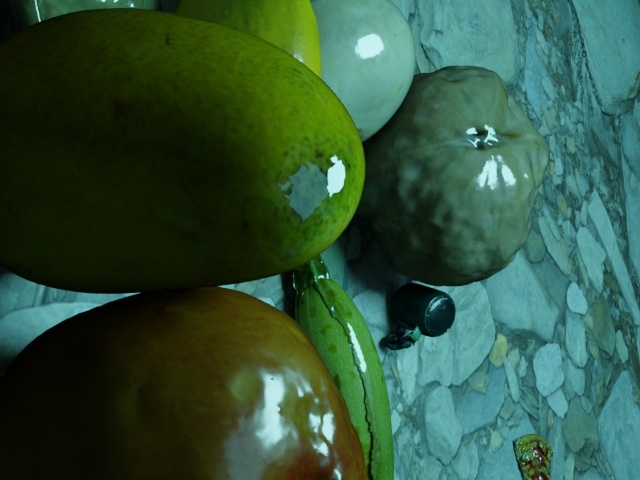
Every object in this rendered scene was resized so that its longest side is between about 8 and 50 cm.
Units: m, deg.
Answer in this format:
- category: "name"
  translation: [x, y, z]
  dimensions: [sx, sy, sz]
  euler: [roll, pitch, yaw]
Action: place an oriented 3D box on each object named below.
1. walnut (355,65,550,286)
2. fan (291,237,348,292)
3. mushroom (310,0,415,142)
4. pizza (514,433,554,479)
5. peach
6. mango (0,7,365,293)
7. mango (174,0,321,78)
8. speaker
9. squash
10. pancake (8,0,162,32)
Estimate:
- category: "walnut"
  translation: [0.152, -0.074, 1.501]
  dimensions: [0.227, 0.273, 0.273]
  euler: [-37, 114, -21]
- category: "fan"
  translation: [0.000, 0.000, 1.473]
  dimensions: [0.113, 0.005, 0.175]
  euler: [18, 69, -51]
- category: "mushroom"
  translation: [-0.002, -0.206, 1.398]
  dimensions: [0.204, 0.204, 0.204]
  euler: [19, 67, -51]
- category: "pizza"
  translation: [0.323, 0.320, 1.824]
  dimensions: [0.099, 0.029, 0.100]
  euler: [-25, 102, -55]
- category: "peach"
  translation: [-0.108, 0.205, 1.013]
  dimensions: [0.343, 0.302, 0.342]
  euler: [22, 63, -51]
- category: "mango"
  translation: [-0.131, -0.068, 0.993]
  dimensions: [0.264, 0.378, 0.221]
  euler: [-39, 130, -44]
- category: "mango"
  translation: [-0.082, -0.189, 1.261]
  dimensions: [0.119, 0.176, 0.316]
  euler: [26, 54, -49]
- category: "speaker"
  translation: [0.121, 0.102, 1.560]
  dimensions: [0.060, 0.075, 0.094]
  euler: [35, 79, -36]
- category: "squash"
  translation: [0.029, 0.162, 1.400]
  dimensions: [0.094, 0.094, 0.340]
  euler: [-10, 89, -55]
- category: "pancake"
  translation: [-0.224, -0.236, 1.188]
  dimensions: [0.242, 0.050, 0.241]
  euler: [8, 82, -64]
